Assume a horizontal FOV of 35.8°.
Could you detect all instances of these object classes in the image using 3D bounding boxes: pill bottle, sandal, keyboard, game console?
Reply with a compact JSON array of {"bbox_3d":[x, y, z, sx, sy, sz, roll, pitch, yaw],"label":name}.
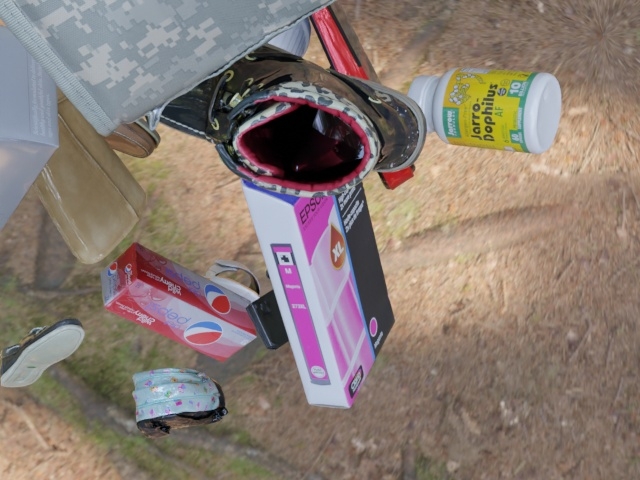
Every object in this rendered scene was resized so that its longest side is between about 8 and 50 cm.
[{"bbox_3d":[0.238,-0.195,1.465,0.208,0.117,0.118,10,105,30],"label":"pill bottle"},{"bbox_3d":[-0.185,0.075,1.963,0.102,0.265,0.076,35,76,-20],"label":"sandal"},{"bbox_3d":[-0.039,0.079,1.481,0.023,0.180,0.108,-16,101,46],"label":"keyboard"},{"bbox_3d":[0.051,-0.270,1.589,0.060,0.386,0.342,-27,105,9],"label":"game console"}]

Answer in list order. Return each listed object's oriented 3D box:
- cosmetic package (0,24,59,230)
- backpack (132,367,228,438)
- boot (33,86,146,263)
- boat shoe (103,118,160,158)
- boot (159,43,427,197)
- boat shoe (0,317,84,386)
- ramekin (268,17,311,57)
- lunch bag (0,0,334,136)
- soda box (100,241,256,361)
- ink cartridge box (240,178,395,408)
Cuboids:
[{"bbox_3d":[-0.334,-0.090,0.936,0.238,0.107,0.127,-34,56,46],"label":"cosmetic package"},{"bbox_3d":[-0.272,0.292,1.812,0.151,0.182,0.115,-21,74,15],"label":"backpack"},{"bbox_3d":[-0.296,-0.144,1.244,0.089,0.236,0.270,16,147,42],"label":"boot"},{"bbox_3d":[-0.434,-0.207,1.730,0.307,0.105,0.110,26,153,-18],"label":"boat shoe"},{"bbox_3d":[-0.050,-0.092,0.691,0.236,0.178,0.085,15,104,10],"label":"boot"},{"bbox_3d":[-0.506,0.187,1.775,0.233,0.084,0.079,-34,55,35],"label":"boat shoe"},{"bbox_3d":[-0.124,-0.298,1.518,0.207,0.207,0.109,4,60,15],"label":"ramekin"},{"bbox_3d":[-0.110,-0.231,0.589,0.235,0.169,0.287,-31,118,5],"label":"lunch bag"},{"bbox_3d":[-0.230,0.106,1.636,0.092,0.084,0.263,-38,133,25],"label":"soda box"},{"bbox_3d":[0.000,0.000,1.157,0.069,0.176,0.371,-1,123,27],"label":"ink cartridge box"}]
